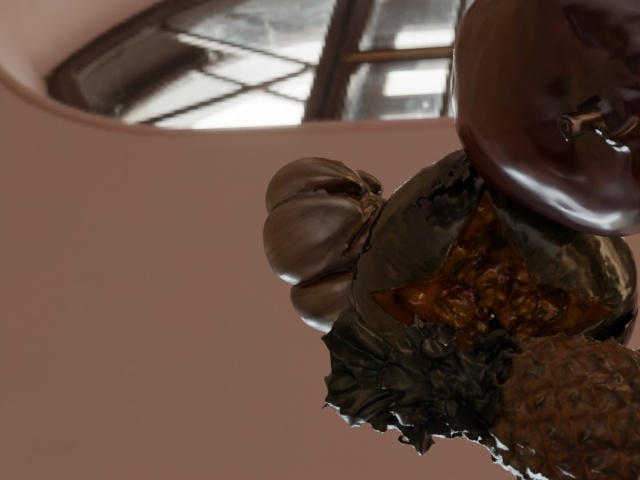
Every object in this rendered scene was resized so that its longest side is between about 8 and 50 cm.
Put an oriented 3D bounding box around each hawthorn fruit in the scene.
[{"bbox_3d":[0.272,-0.150,1.068,0.325,0.308,0.308,147,124,-79],"label":"hawthorn fruit"}]

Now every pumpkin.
[{"bbox_3d":[0.192,0.053,1.291,0.192,0.320,0.320,-55,-38,-70],"label":"pumpkin"}]

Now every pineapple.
[{"bbox_3d":[0.122,0.111,0.842,0.128,0.248,0.128,14,-90,-74],"label":"pineapple"}]

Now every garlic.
[{"bbox_3d":[0.000,0.000,1.507,0.160,0.191,0.214,22,-124,-23],"label":"garlic"}]
